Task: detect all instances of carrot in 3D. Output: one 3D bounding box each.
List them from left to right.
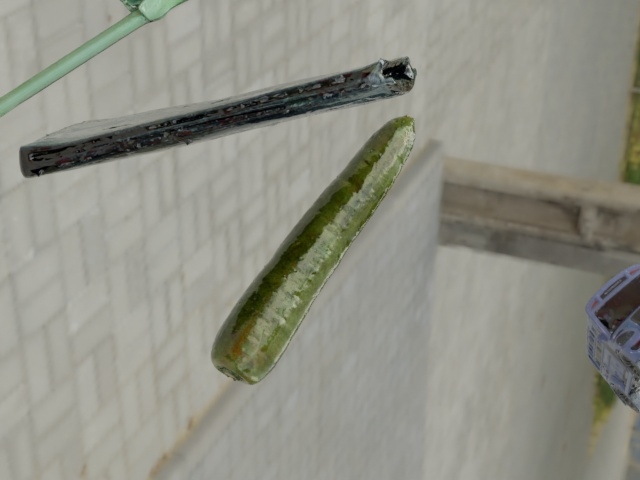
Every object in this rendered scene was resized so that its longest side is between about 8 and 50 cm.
[{"bbox_3d":[0.000,0.000,1.312,0.358,0.074,0.074,-55,153,-15],"label":"carrot"}]

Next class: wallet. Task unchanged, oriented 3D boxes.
[{"bbox_3d":[-0.099,-0.125,1.203,0.191,0.379,0.046,-43,121,-74],"label":"wallet"}]

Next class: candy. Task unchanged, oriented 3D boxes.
[{"bbox_3d":[-0.106,-0.149,0.779,0.288,0.078,0.084,-35,158,-6],"label":"candy"}]

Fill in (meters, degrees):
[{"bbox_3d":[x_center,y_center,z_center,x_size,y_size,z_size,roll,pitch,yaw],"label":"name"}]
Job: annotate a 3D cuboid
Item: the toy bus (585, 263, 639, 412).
[{"bbox_3d":[0.426,0.124,1.604,0.125,0.133,0.292,-40,158,-4],"label":"toy bus"}]
